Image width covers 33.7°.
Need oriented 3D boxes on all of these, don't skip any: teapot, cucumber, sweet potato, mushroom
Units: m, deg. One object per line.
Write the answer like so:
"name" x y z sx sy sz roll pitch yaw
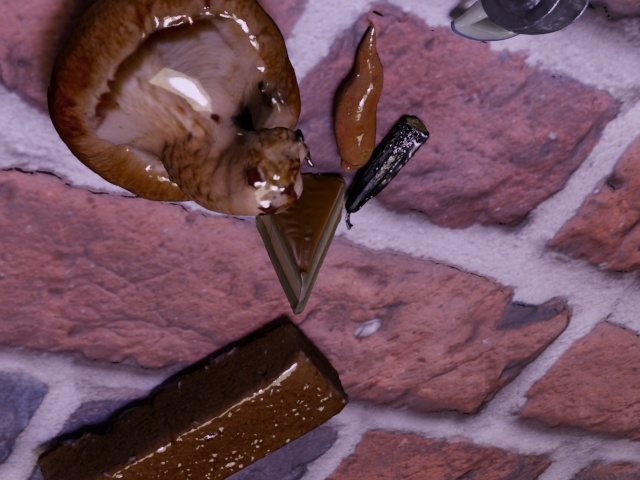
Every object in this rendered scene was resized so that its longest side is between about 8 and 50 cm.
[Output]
"teapot" 0.233 -0.259 1.150 0.108 0.111 0.149 6 125 -47
"cucumber" 0.072 -0.084 1.302 0.043 0.039 0.163 41 116 -1
"sweet potato" 0.045 -0.159 1.206 0.056 0.056 0.195 -4 128 -21
"mushroom" -0.142 -0.135 1.048 0.267 0.254 0.267 -1 113 -1

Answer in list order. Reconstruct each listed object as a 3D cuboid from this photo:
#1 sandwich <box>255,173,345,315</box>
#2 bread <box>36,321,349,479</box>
"sandwich" 0.000 0.000 1.257 0.113 0.163 0.079 -9 136 -18
"bread" -0.174 0.267 1.484 0.416 0.113 0.165 -29 138 3
